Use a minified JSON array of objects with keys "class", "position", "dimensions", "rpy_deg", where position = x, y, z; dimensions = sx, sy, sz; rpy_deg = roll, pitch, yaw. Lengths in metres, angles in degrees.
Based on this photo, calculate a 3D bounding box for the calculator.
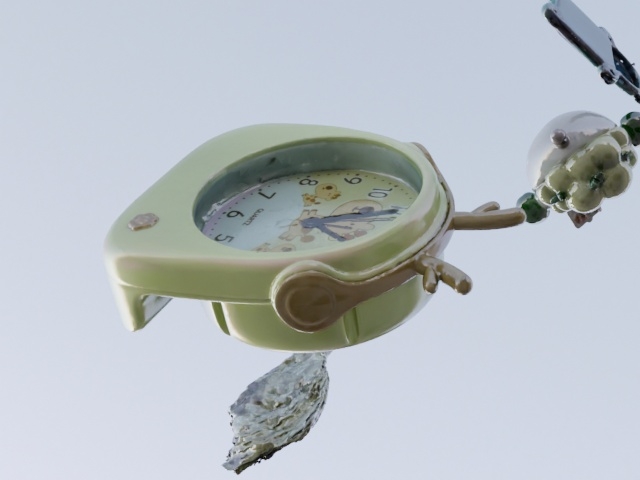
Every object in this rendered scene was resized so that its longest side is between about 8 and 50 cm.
[{"class":"calculator","position":[0.253,-0.182,1.202],"dimensions":[0.141,0.094,0.019],"rpy_deg":[38,-58,-19]}]

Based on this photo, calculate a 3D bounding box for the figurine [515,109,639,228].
[{"class":"figurine","position":[0.241,-0.069,1.199],"dimensions":[0.147,0.197,0.093],"rpy_deg":[-39,-98,11]}]

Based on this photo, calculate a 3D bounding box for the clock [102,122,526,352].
[{"class":"clock","position":[0.000,0.000,1.035],"dimensions":[0.308,0.235,0.096],"rpy_deg":[8,-57,29]}]

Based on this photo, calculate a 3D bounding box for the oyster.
[{"class":"oyster","position":[-0.043,0.171,1.319],"dimensions":[0.125,0.177,0.064],"rpy_deg":[-25,-72,23]}]
